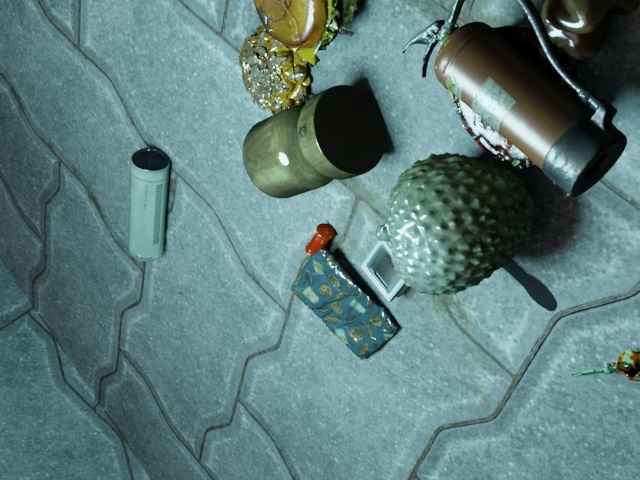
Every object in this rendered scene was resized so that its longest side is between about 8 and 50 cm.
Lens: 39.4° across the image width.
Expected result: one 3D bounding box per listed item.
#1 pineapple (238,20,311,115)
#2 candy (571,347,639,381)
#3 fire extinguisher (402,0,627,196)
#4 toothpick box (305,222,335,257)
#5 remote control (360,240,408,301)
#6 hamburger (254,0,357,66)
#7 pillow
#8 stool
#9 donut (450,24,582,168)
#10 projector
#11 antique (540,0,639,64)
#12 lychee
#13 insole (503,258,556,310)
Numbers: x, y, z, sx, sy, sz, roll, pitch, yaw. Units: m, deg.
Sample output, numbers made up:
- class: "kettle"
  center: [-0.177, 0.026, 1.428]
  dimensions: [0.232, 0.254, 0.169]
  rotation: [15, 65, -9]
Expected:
- class: "pineapple"
  center: [-0.107, -0.360, 1.904]
  dimensions: [0.225, 0.076, 0.224]
  rotation: [32, 135, 37]
- class: "candy"
  center: [0.500, 0.225, 1.561]
  dimensions: [0.185, 0.049, 0.055]
  rotation: [-29, 81, 62]
- class: "fire extinguisher"
  center: [0.292, -0.249, 1.321]
  dimensions: [0.376, 0.113, 0.200]
  rotation: [45, 114, 24]
- class: "toothpick box"
  center: [0.000, 0.000, 2.020]
  dimensions: [0.047, 0.047, 0.083]
  rotation: [50, 141, 17]
- class: "remote control"
  center: [0.174, 0.012, 1.805]
  dimensions: [0.103, 0.056, 0.277]
  rotation: [52, 142, 16]
- class: "hamburger"
  center: [-0.025, -0.466, 1.680]
  dimensions: [0.243, 0.139, 0.261]
  rotation: [52, 142, 18]
- class: "pillow"
  center: [0.050, 0.148, 2.033]
  dimensions: [0.255, 0.034, 0.189]
  rotation: [47, 141, 7]
- class: "stool"
  center: [-0.018, -0.193, 1.809]
  dimensions: [0.264, 0.179, 0.179]
  rotation: [-14, 100, 54]
- class: "donut"
  center: [0.320, -0.236, 1.443]
  dimensions: [0.235, 0.089, 0.235]
  rotation: [28, 131, 37]
- class: "projector"
  center: [-0.482, -0.096, 2.501]
  dimensions: [0.108, 0.108, 0.337]
  rotation: [41, 139, 28]
- class: "antique"
  center: [0.350, -0.384, 1.292]
  dimensions: [0.143, 0.121, 0.256]
  rotation: [-18, 97, 61]
- class: "lychee"
  center: [0.231, -0.028, 1.547]
  dimensions: [0.275, 0.255, 0.255]
  rotation: [-3, 116, 9]
- class: "insole"
  center: [0.380, 0.077, 1.638]
  dimensions: [0.135, 0.002, 0.045]
  rotation: [45, 139, 22]
